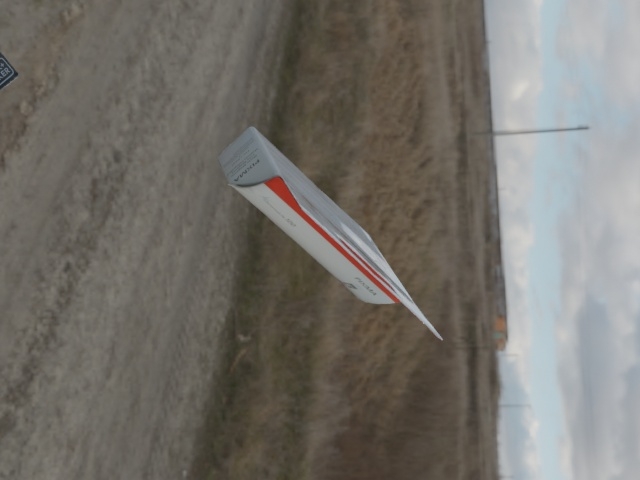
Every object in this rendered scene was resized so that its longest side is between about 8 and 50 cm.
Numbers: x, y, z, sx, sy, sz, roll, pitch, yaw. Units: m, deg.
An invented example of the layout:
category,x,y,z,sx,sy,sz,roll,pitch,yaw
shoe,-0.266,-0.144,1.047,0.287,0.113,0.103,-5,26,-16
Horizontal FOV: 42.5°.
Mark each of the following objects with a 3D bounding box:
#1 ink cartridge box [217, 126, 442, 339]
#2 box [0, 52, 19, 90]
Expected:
category,x,y,z,sx,sy,sz,roll,pitch,yaw
ink cartridge box,0.000,0.000,0.763,0.189,0.066,0.232,42,12,-26
box,-0.440,-0.229,0.760,0.290,0.169,0.087,56,50,-27
